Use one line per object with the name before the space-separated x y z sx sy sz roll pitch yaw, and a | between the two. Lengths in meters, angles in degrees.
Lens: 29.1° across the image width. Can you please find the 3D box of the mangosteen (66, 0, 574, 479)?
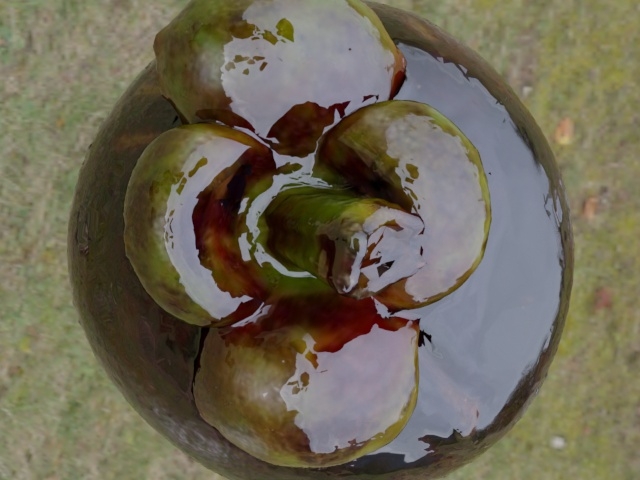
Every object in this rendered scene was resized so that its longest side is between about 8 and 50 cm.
mangosteen | 0.000 0.000 0.711 0.347 0.306 0.307 56 48 -81
